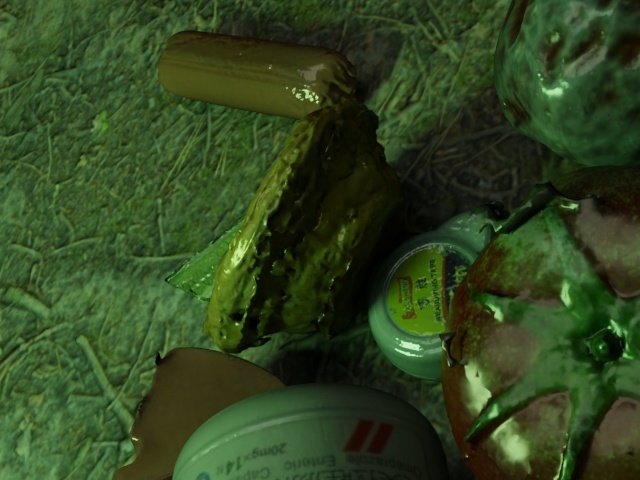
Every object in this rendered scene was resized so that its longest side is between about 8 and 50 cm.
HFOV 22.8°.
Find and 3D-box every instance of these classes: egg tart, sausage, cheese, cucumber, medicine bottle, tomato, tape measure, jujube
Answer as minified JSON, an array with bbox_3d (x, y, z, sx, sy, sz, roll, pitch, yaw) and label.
[{"bbox_3d":[0.000,0.000,1.540,0.123,0.294,0.294,29,78,9],"label":"egg tart"},{"bbox_3d":[-0.077,-0.190,1.821,0.289,0.086,0.086,14,70,40],"label":"sausage"},{"bbox_3d":[-0.079,0.198,1.508,0.177,0.128,0.203,-7,39,24],"label":"cheese"},{"bbox_3d":[-0.065,0.005,1.712,0.220,0.046,0.070,-39,48,9],"label":"cucumber"},{"bbox_3d":[0.006,0.301,1.322,0.245,0.245,0.306,-25,51,20],"label":"medicine bottle"},{"bbox_3d":[0.246,0.098,1.273,0.303,0.239,0.304,-5,77,21],"label":"tomato"},{"bbox_3d":[0.129,0.131,1.469,0.164,0.084,0.330,-19,58,25],"label":"tape measure"},{"bbox_3d":[0.292,-0.205,1.474,0.246,0.215,0.308,13,69,44],"label":"jujube"}]
